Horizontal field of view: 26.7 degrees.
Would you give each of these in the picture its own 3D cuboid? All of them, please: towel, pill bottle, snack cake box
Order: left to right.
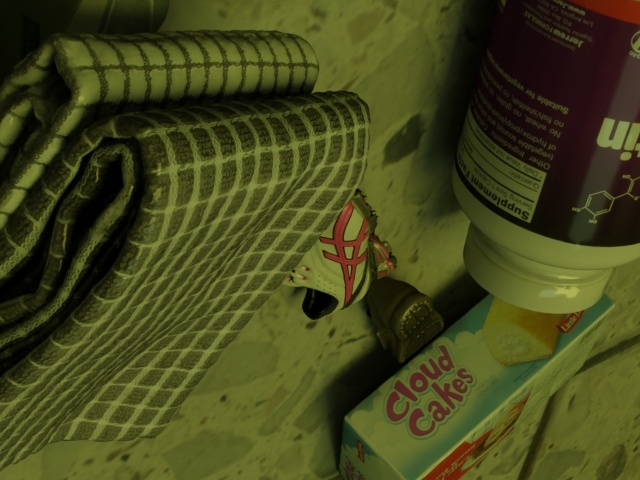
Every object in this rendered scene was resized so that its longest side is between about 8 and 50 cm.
[{"bbox_3d":[-0.117,0.018,0.730,0.283,0.121,0.235,-49,167,26],"label":"towel"},{"bbox_3d":[0.142,0.140,1.259,0.264,0.089,0.152,-38,161,-20],"label":"snack cake box"},{"bbox_3d":[0.209,-0.106,1.053,0.182,0.181,0.322,-21,135,-38],"label":"pill bottle"}]

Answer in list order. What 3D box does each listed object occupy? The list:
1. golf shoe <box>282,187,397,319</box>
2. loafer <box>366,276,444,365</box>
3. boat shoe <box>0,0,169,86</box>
[{"bbox_3d":[0.000,0.000,1.007,0.086,0.067,0.186,-43,146,-10],"label":"golf shoe"},{"bbox_3d":[0.072,0.066,1.174,0.056,0.050,0.148,-40,161,-11],"label":"loafer"},{"bbox_3d":[-0.125,-0.132,0.736,0.081,0.079,0.227,-27,146,-42],"label":"boat shoe"}]
